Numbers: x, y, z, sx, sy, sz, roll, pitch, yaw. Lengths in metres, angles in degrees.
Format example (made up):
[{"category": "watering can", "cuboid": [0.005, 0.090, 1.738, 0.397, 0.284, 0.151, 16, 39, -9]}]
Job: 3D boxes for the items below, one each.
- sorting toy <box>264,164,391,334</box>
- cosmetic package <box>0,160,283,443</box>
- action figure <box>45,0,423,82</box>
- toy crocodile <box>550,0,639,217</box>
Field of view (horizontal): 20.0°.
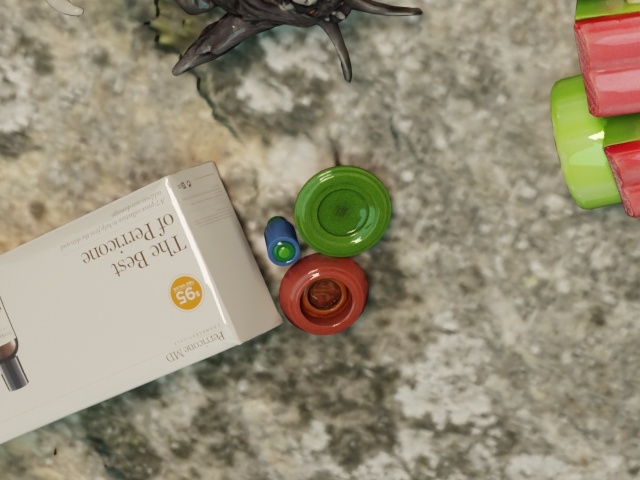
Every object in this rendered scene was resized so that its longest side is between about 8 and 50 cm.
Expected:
[{"category": "sorting toy", "cuboid": [0.000, 0.000, 0.968, 0.061, 0.042, 0.102, 8, 113, -11]}, {"category": "cosmetic package", "cuboid": [-0.147, 0.049, 0.995, 0.239, 0.060, 0.099, -24, 92, 25]}, {"category": "action figure", "cuboid": [-0.065, -0.169, 0.809, 0.164, 0.141, 0.276, -41, 105, 19]}, {"category": "toy crocodile", "cuboid": [0.147, -0.104, 0.822, 0.115, 0.105, 0.340, -12, 119, 19]}]
